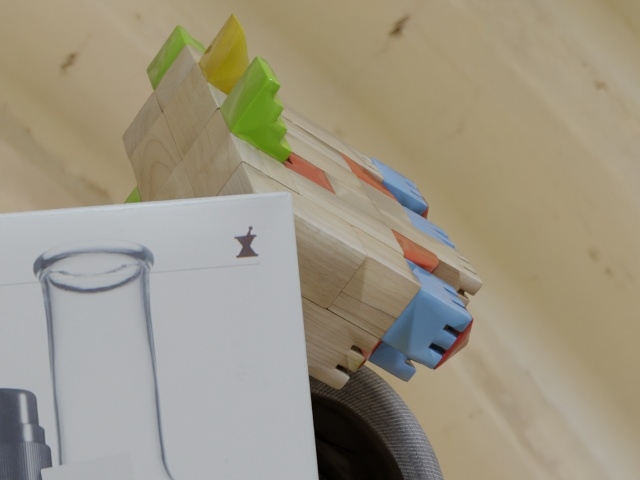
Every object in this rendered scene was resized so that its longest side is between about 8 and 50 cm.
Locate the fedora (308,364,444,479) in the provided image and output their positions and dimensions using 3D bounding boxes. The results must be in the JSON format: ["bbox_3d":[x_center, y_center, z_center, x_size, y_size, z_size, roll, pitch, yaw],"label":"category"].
[{"bbox_3d":[-0.024,0.221,1.389,0.243,0.275,0.124,-31,5,-8],"label":"fedora"}]

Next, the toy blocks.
[{"bbox_3d":[0.000,0.000,1.262,0.261,0.381,0.191,30,-75,-25],"label":"toy blocks"}]

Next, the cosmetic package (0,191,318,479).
[{"bbox_3d":[-0.188,0.136,0.747,0.377,0.284,0.097,-5,-7,-7],"label":"cosmetic package"}]
